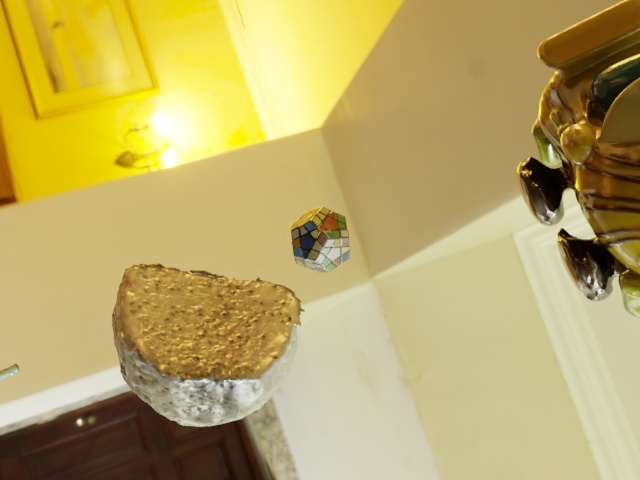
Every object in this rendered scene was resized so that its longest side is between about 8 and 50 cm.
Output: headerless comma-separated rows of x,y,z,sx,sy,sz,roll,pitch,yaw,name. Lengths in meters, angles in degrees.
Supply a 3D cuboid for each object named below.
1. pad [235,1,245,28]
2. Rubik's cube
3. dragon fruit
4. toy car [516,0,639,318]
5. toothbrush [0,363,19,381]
-0.120,-0.340,0.843,0.193,0.004,0.116,69,4,-72,pad
0.000,0.000,1.197,0.093,0.111,0.111,40,-37,47,Rubik's cube
-0.179,0.181,1.116,0.221,0.282,0.204,-96,-162,-47,dragon fruit
0.246,-0.070,0.526,0.142,0.200,0.248,56,12,-42,toy car
-0.353,0.159,0.668,0.014,0.167,0.011,42,-33,31,toothbrush
